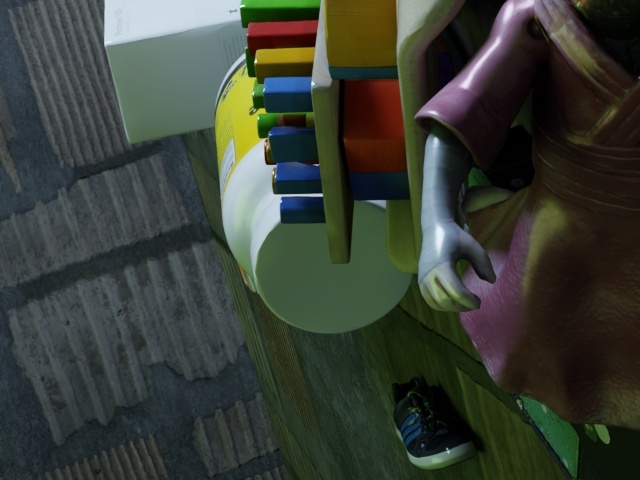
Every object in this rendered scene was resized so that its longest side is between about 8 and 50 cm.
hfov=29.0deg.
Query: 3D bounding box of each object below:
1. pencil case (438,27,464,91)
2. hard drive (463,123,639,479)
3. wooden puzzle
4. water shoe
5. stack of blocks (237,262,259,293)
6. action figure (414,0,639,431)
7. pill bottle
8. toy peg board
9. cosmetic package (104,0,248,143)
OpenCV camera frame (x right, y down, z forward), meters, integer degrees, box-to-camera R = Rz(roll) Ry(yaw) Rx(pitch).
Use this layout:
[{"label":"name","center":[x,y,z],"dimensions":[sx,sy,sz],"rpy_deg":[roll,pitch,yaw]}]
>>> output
[{"label":"pencil case","center":[0.065,-0.171,1.093],"dimensions":[0.104,0.104,0.236],"rpy_deg":[108,141,-71]},{"label":"hard drive","center":[0.212,0.097,0.942],"dimensions":[0.339,0.064,0.236],"rpy_deg":[-123,18,-45]},{"label":"wooden puzzle","center":[0.048,-0.185,0.843],"dimensions":[0.348,0.081,0.322],"rpy_deg":[87,-175,-65]},{"label":"water shoe","center":[0.126,0.219,1.507],"dimensions":[0.203,0.073,0.080],"rpy_deg":[-162,55,-75]},{"label":"stack of blocks","center":[0.000,0.000,1.484],"dimensions":[0.297,0.171,0.087],"rpy_deg":[-168,59,-76]},{"label":"action figure","center":[0.180,-0.058,0.670],"dimensions":[0.275,0.248,0.370],"rpy_deg":[-82,-14,-47]},{"label":"pill bottle","center":[-0.005,-0.061,1.206],"dimensions":[0.334,0.188,0.187],"rpy_deg":[-103,1,-58]},{"label":"toy peg board","center":[-0.018,-0.093,0.905],"dimensions":[0.160,0.079,0.161],"rpy_deg":[-84,-10,-46]},{"label":"cosmetic package","center":[-0.137,-0.242,1.481],"dimensions":[0.224,0.225,0.138],"rpy_deg":[-105,4,-56]}]
